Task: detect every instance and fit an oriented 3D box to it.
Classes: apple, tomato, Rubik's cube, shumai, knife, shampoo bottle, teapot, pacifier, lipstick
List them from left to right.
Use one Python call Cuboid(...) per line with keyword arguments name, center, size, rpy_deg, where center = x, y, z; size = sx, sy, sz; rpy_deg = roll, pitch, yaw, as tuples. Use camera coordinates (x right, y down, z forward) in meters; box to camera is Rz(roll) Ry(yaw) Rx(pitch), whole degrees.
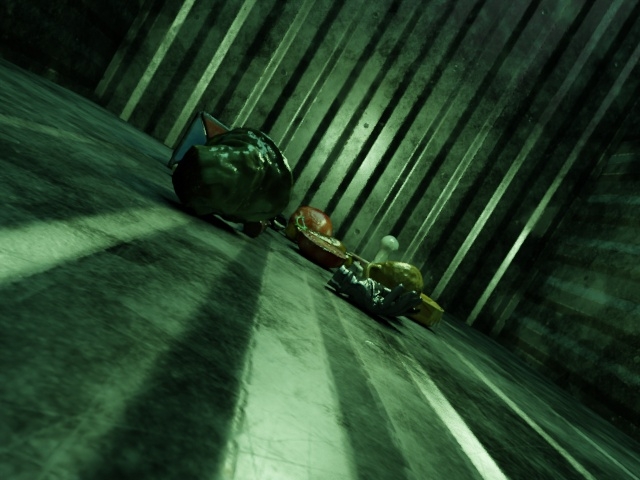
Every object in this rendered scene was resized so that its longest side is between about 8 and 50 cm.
Cuboid(name="Rubik's cube", center=(-0.517, -0.416, 2.195), size=(0.307, 0.305, 0.310), rpy_deg=(31, 3, -21))
Cuboid(name="shumai", center=(-0.259, -0.151, 1.265), size=(0.304, 0.309, 0.263), rpy_deg=(40, 28, 4))
Cuboid(name="shampoo bottle", center=(-0.209, -0.053, 1.538), size=(0.068, 0.067, 0.236), rpy_deg=(22, 4, -3))
Cuboid(name="lipstick", center=(-0.216, -0.105, 2.270), size=(0.077, 0.077, 0.418), rpy_deg=(30, 2, -12))
Cuboid(name="knife", center=(-0.076, -0.026, 2.016), size=(0.054, 0.015, 0.212), rpy_deg=(4, 48, -24))
Cuboid(name="tomato", center=(-0.042, -0.066, 2.289), size=(0.232, 0.189, 0.232), rpy_deg=(34, 3, -2))
Cuboid(name="tomato", center=(-0.004, 0.044, 1.833), size=(0.225, 0.085, 0.225), rpy_deg=(33, 6, -4))
Cuboid(name="apple", center=(0.108, 0.096, 2.198), size=(0.089, 0.074, 0.089), rpy_deg=(10, -3, 1))
Cuboid(name="pacifier", center=(0.285, 0.119, 2.281), size=(0.332, 0.273, 0.220), rpy_deg=(30, 36, -42))
Cuboid(name="teapot", center=(0.229, 0.168, 1.523), size=(0.203, 0.167, 0.311), rpy_deg=(-10, -25, 35))

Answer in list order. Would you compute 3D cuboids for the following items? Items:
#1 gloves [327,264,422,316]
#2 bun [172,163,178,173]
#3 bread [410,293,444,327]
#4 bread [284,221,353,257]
Cuboid(name="gloves", center=(0.161, 0.157, 1.358), size=(0.285, 0.119, 0.142), rpy_deg=(17, 13, 5))
Cuboid(name="bun", center=(-0.526, -0.260, 1.805), size=(0.115, 0.069, 0.115), rpy_deg=(12, 14, -3))
Cuboid(name="bread", center=(0.372, 0.256, 1.855), size=(0.241, 0.107, 0.136), rpy_deg=(30, 6, -16))
Cuboid(name="bread", center=(-0.001, 0.002, 2.118), size=(0.344, 0.084, 0.124), rpy_deg=(22, 21, -11))
